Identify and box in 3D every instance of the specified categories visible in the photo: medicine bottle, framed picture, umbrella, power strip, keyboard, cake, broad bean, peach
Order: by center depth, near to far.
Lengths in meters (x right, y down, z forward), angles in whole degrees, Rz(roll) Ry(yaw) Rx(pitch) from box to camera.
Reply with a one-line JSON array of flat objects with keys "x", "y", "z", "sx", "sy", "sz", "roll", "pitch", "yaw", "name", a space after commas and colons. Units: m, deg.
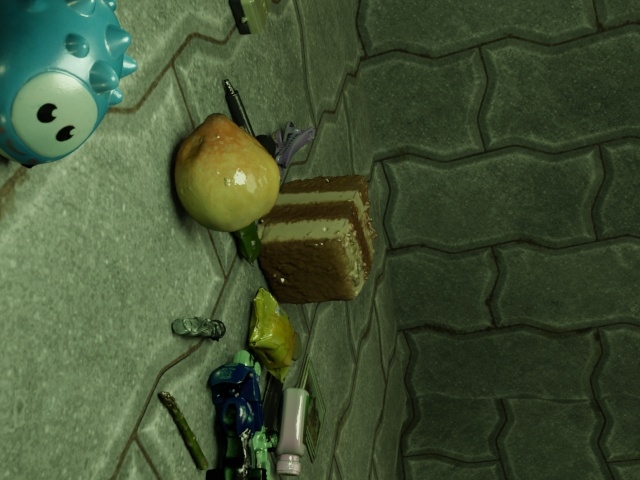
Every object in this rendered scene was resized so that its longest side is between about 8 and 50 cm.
[{"x": -0.182, "y": -0.136, "z": 1.430, "sx": 0.232, "sy": 0.232, "sz": 0.232, "roll": -3, "pitch": 90, "yaw": -75, "name": "peach"}, {"x": -0.236, "y": 0.172, "z": 1.463, "sx": 0.046, "sy": 0.050, "sz": 0.188, "roll": 68, "pitch": 10, "yaw": 16, "name": "umbrella"}, {"x": -0.188, "y": -0.080, "z": 1.686, "sx": 0.098, "sy": 0.056, "sz": 0.318, "roll": -60, "pitch": 142, "yaw": -64, "name": "broad bean"}, {"x": -0.165, "y": -0.629, "z": 1.846, "sx": 0.105, "sy": 0.070, "sz": 0.257, "roll": 69, "pitch": 24, "yaw": -49, "name": "power strip"}, {"x": -0.127, "y": 0.409, "z": 1.883, "sx": 0.230, "sy": 0.025, "sz": 0.094, "roll": -76, "pitch": 160, "yaw": -47, "name": "keyboard"}, {"x": -0.076, "y": 0.507, "z": 1.942, "sx": 0.115, "sy": 0.078, "sz": 0.219, "roll": 100, "pitch": -5, "yaw": -66, "name": "medicine bottle"}, {"x": 0.000, "y": 0.000, "z": 1.949, "sx": 0.290, "sy": 0.282, "sz": 0.256, "roll": -76, "pitch": 155, "yaw": -43, "name": "cake"}, {"x": -0.027, "y": 0.519, "z": 2.264, "sx": 0.217, "sy": 0.017, "sz": 0.274, "roll": -76, "pitch": 157, "yaw": -50, "name": "framed picture"}]

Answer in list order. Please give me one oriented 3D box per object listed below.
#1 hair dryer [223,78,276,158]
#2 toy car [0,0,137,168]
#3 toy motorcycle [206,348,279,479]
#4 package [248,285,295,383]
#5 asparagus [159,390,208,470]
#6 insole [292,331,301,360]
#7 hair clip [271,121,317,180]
[{"x": -0.176, "y": -0.280, "z": 1.766, "sx": 0.128, "sy": 0.070, "sz": 0.255, "roll": -74, "pitch": 151, "yaw": -53, "name": "hair dryer"}, {"x": -0.329, "y": -0.220, "z": 0.908, "sx": 0.188, "sy": 0.190, "sz": 0.255, "roll": 66, "pitch": 27, "yaw": -56, "name": "toy car"}, {"x": -0.169, "y": 0.389, "z": 1.560, "sx": 0.196, "sy": 0.125, "sz": 0.331, "roll": 49, "pitch": 37, "yaw": -65, "name": "toy motorcycle"}, {"x": -0.119, "y": 0.237, "z": 1.817, "sx": 0.226, "sy": 0.090, "sz": 0.168, "roll": 65, "pitch": 24, "yaw": -50, "name": "package"}, {"x": -0.258, "y": 0.361, "z": 1.396, "sx": 0.024, "sy": 0.025, "sz": 0.248, "roll": -34, "pitch": 132, "yaw": -22, "name": "asparagus"}, {"x": -0.088, "y": 0.293, "z": 2.094, "sx": 0.253, "sy": 0.005, "sz": 0.086, "roll": 48, "pitch": 41, "yaw": -67, "name": "insole"}, {"x": -0.095, "y": -0.249, "z": 2.036, "sx": 0.278, "sy": 0.090, "sz": 0.137, "roll": -56, "pitch": 154, "yaw": -55, "name": "hair clip"}]
